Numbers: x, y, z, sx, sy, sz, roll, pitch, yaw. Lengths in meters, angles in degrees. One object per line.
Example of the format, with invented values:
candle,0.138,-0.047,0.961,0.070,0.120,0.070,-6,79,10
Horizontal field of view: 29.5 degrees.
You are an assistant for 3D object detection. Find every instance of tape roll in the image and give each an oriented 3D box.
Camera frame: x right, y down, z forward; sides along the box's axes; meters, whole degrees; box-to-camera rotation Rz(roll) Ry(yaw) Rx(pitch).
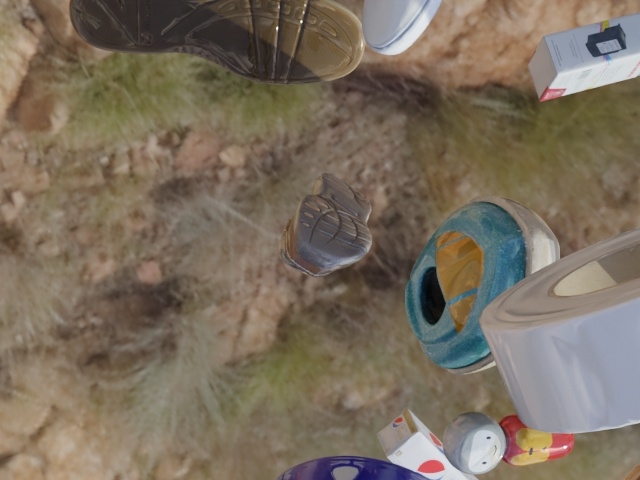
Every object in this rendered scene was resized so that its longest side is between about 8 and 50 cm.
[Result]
tape roll,0.288,0.061,1.066,0.286,0.286,0.100,-25,95,-10

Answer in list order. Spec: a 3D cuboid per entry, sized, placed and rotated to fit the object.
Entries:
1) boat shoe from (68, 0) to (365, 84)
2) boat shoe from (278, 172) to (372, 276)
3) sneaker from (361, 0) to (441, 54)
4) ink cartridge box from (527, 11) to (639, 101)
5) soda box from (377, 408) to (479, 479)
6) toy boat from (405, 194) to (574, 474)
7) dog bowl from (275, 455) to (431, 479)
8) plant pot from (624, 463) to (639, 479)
boat shoe,-0.114,-0.269,1.422,0.341,0.110,0.121,10,119,-2
boat shoe,0.000,0.000,1.763,0.123,0.324,0.116,38,107,-1
sneaker,0.090,-0.322,1.277,0.091,0.094,0.258,0,118,-45
ink cartridge box,0.439,-0.297,1.968,0.175,0.072,0.127,-15,168,-6
soda box,0.187,0.372,1.958,0.069,0.074,0.216,-41,114,7
toy boat,0.181,0.106,1.375,0.148,0.318,0.267,0,151,-21
dog bowl,0.047,0.389,1.513,0.265,0.104,0.265,6,133,7
plant pot,0.493,0.422,1.575,0.291,0.291,0.203,-25,159,-10
